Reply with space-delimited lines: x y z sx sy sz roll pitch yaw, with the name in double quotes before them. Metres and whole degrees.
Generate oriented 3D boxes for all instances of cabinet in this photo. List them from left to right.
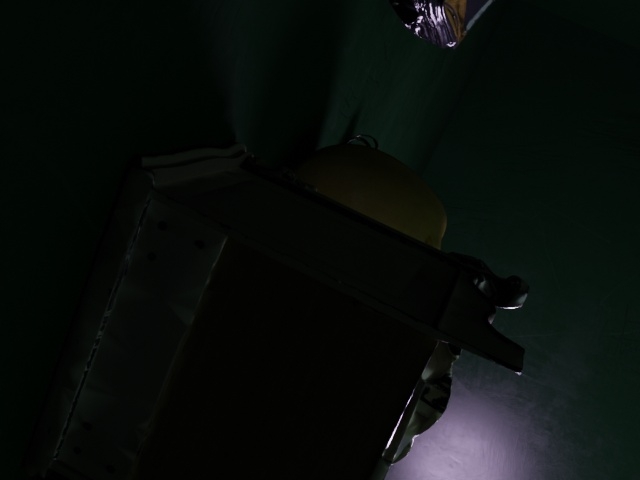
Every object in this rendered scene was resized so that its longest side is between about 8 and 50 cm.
"cabinet" -0.023 0.111 0.650 0.289 0.318 0.227 -67 171 15

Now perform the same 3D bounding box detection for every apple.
"apple" 0.046 -0.007 1.023 0.262 0.263 0.262 -61 171 -17

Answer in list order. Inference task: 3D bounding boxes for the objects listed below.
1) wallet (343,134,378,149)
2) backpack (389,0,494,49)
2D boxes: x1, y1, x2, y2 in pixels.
"wallet" 0.003 0.001 1.301 0.335 0.068 0.274 -51 159 -30
"backpack" 0.170 -0.387 1.010 0.206 0.133 0.258 -55 165 2
